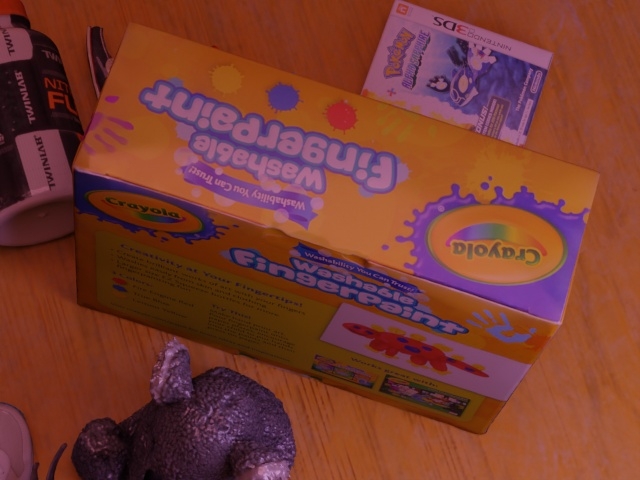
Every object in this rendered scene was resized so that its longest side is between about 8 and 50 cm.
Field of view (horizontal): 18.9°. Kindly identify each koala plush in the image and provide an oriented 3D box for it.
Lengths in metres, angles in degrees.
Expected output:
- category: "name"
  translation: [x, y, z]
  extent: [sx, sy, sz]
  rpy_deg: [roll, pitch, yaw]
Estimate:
- category: "koala plush"
  translation: [-0.110, 0.189, 1.824]
  extent: [0.203, 0.221, 0.196]
  rpy_deg: [-38, 77, -18]

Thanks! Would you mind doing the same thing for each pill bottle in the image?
- category: "pill bottle"
  translation: [-0.315, -0.128, 1.970]
  extent: [0.130, 0.130, 0.246]
  rpy_deg: [-15, 72, -12]

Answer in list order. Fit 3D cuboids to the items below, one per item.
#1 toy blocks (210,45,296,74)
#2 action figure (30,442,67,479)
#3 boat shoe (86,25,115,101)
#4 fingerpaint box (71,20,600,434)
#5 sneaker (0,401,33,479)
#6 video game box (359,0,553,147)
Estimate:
- category: "toy blocks"
  translation: [-0.102, -0.156, 2.045]
  extent: [0.148, 0.054, 0.123]
  rpy_deg: [-35, 77, -17]
- category: "action figure"
  translation: [-0.224, 0.331, 1.793]
  extent: [0.141, 0.164, 0.276]
  rpy_deg: [-12, 72, -58]
- category: "boat shoe"
  translation: [-0.221, -0.166, 2.038]
  extent: [0.043, 0.049, 0.137]
  rpy_deg: [-13, 75, -4]
- category: "fingerpaint box"
  translation: [0.000, 0.000, 1.829]
  extent: [0.445, 0.371, 0.163]
  rpy_deg: [18, 68, 1]
- category: "sneaker"
  translation: [-0.339, 0.258, 1.842]
  extent: [0.087, 0.092, 0.229]
  rpy_deg: [20, 67, 3]
- category: "video game box"
  translation: [0.134, -0.141, 2.071]
  extent: [0.187, 0.048, 0.205]
  rpy_deg: [18, 68, 3]
